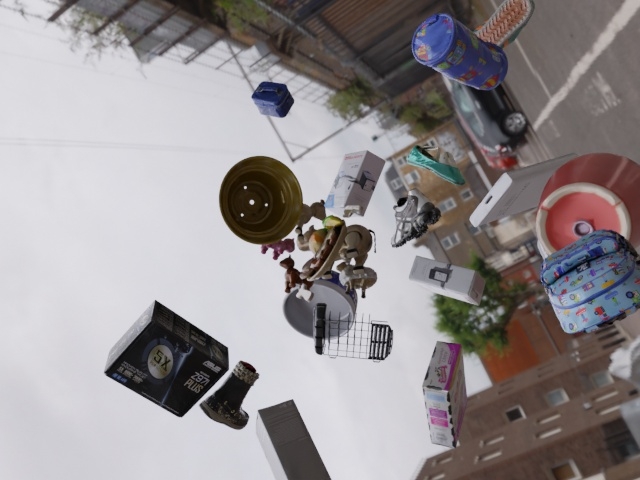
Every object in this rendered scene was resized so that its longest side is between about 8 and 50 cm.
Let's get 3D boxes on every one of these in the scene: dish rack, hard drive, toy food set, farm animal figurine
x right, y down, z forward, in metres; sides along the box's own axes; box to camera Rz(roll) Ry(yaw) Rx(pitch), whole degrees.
[{"bbox_3d":[0.106,0.315,2.044,0.074,0.271,0.208,-80,-7,-48],"label":"dish rack"},{"bbox_3d":[0.675,-0.168,2.017,0.353,0.233,0.047,-16,-120,-32],"label":"hard drive"},{"bbox_3d":[0.001,0.013,1.071,0.038,0.192,0.132,30,175,-10],"label":"toy food set"},{"bbox_3d":[0.000,0.000,1.718,0.330,0.326,0.172,86,-170,-45],"label":"farm animal figurine"}]

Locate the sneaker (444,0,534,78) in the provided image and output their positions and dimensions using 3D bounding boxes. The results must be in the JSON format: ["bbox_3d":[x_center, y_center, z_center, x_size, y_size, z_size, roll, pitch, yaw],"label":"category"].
[{"bbox_3d":[0.481,-0.567,1.743,0.108,0.302,0.121,57,-148,6],"label":"sneaker"}]

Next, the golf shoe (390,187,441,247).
[{"bbox_3d":[0.202,-0.051,1.387,0.094,0.077,0.198,59,152,12],"label":"golf shoe"}]

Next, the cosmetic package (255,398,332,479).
[{"bbox_3d":[-0.065,0.513,1.442,0.127,0.107,0.238,100,150,-45],"label":"cosmetic package"}]

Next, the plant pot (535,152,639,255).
[{"bbox_3d":[0.624,-0.055,1.416,0.243,0.275,0.275,-25,-95,-56],"label":"plant pot"}]

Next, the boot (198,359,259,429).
[{"bbox_3d":[-0.234,0.457,1.803,0.085,0.179,0.236,37,175,33],"label":"boot"}]

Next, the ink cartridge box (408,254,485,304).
[{"bbox_3d":[0.297,0.093,1.427,0.109,0.150,0.063,33,-106,-58],"label":"ink cartridge box"}]

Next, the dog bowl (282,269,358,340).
[{"bbox_3d":[0.001,0.230,2.209,0.265,0.264,0.104,53,-150,-22],"label":"dog bowl"}]

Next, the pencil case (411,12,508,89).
[{"bbox_3d":[0.349,-0.463,1.508,0.306,0.119,0.133,3,-103,-49],"label":"pencil case"}]

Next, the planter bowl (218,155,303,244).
[{"bbox_3d":[-0.160,-0.098,1.527,0.217,0.217,0.090,56,160,-15],"label":"planter bowl"}]

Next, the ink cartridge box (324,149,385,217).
[{"bbox_3d":[0.103,-0.171,1.875,0.082,0.191,0.139,26,169,-26],"label":"ink cartridge box"}]

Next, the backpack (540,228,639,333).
[{"bbox_3d":[0.424,0.067,0.952,0.117,0.158,0.173,58,-154,1],"label":"backpack"}]

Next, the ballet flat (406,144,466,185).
[{"bbox_3d":[0.382,-0.257,1.999,0.083,0.087,0.247,4,-159,-42],"label":"ballet flat"}]

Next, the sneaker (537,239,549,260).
[{"bbox_3d":[0.743,0.108,1.886,0.281,0.105,0.115,60,156,4],"label":"sneaker"}]

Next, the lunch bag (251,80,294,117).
[{"bbox_3d":[-0.115,-0.347,1.496,0.067,0.098,0.065,-64,-32,-20],"label":"lunch bag"}]

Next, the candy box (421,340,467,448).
[{"bbox_3d":[0.326,0.399,1.585,0.159,0.071,0.234,-59,-36,-44],"label":"candy box"}]

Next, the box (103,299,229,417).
[{"bbox_3d":[-0.288,0.227,1.161,0.180,0.147,0.077,39,-167,-23],"label":"box"}]
